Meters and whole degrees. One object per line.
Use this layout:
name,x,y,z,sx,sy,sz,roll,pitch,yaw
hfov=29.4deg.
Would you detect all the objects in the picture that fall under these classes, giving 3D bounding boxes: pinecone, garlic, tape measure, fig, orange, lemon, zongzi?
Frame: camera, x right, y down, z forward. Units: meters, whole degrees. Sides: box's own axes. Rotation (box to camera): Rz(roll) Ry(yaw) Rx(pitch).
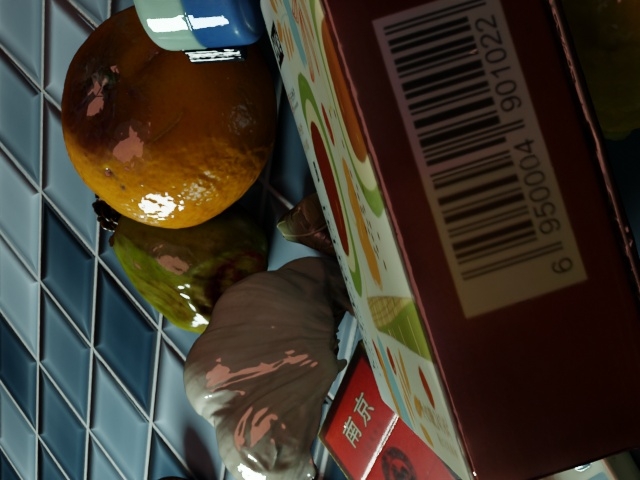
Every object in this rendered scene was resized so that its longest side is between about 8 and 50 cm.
pinecone,-0.225,-0.046,1.437,0.083,0.077,0.077,-45,67,35
garlic,-0.048,0.109,1.115,0.143,0.229,0.178,19,144,-1
tape measure,-0.106,-0.313,0.960,0.215,0.098,0.351,-82,-16,-47
fig,-0.134,0.016,1.270,0.166,0.154,0.144,27,91,5
orange,-0.147,-0.124,1.166,0.224,0.170,0.224,-11,71,36
lemon,0.180,-0.150,0.732,0.142,0.142,0.187,22,125,50
zongzi,0.000,0.000,1.172,0.083,0.040,0.076,52,153,-2

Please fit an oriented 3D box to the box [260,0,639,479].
box,0.070,-0.046,0.808,0.385,0.122,0.344,177,76,-85

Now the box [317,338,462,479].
box,0.102,0.210,1.083,0.239,0.074,0.153,52,146,29

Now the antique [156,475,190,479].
antique,-0.187,0.348,1.543,0.104,0.104,0.104,29,128,46

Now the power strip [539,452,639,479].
power strip,0.225,0.212,0.938,0.192,0.035,0.081,61,145,15
